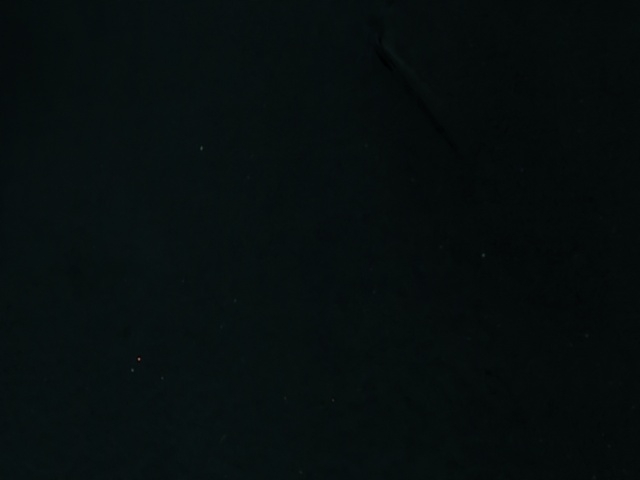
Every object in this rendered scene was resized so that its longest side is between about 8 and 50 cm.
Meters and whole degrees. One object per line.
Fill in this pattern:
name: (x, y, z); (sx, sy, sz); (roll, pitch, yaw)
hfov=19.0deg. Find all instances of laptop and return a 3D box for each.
laptop: (0.000, 0.000, 0.596); (0.408, 0.236, 0.382); (12, 78, -82)
